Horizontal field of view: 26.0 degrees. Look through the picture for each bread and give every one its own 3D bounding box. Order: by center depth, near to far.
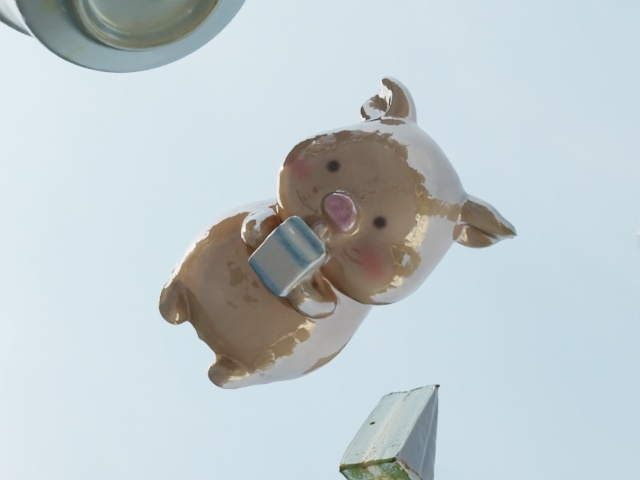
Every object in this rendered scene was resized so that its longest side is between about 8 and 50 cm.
[{"bbox_3d":[0.074,0.193,1.443,0.074,0.084,0.139,-13,-132,28],"label":"bread"}]

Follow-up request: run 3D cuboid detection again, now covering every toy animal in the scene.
[{"bbox_3d":[0.002,-0.002,1.269,0.256,0.213,0.195,-39,-99,33],"label":"toy animal"}]

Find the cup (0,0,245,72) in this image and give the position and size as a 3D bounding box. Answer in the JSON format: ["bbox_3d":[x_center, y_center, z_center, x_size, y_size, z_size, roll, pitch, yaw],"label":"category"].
[{"bbox_3d":[-0.198,-0.307,1.435,0.347,0.347,0.163,-48,-133,18],"label":"cup"}]
